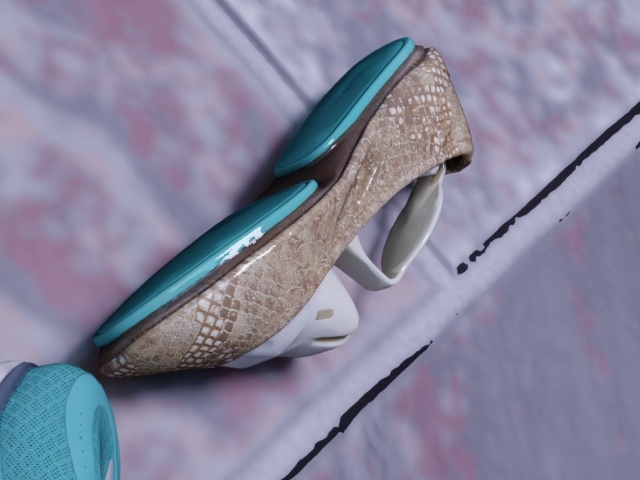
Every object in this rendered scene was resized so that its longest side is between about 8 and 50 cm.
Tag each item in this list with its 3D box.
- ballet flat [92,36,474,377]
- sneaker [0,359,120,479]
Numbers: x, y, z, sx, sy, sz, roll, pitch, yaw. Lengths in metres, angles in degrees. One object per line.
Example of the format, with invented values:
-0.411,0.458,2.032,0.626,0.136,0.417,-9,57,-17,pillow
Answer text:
0.000,0.000,0.659,0.067,0.073,0.206,54,51,-13,ballet flat
-0.046,0.135,0.472,0.110,0.107,0.275,-19,41,-1,sneaker
